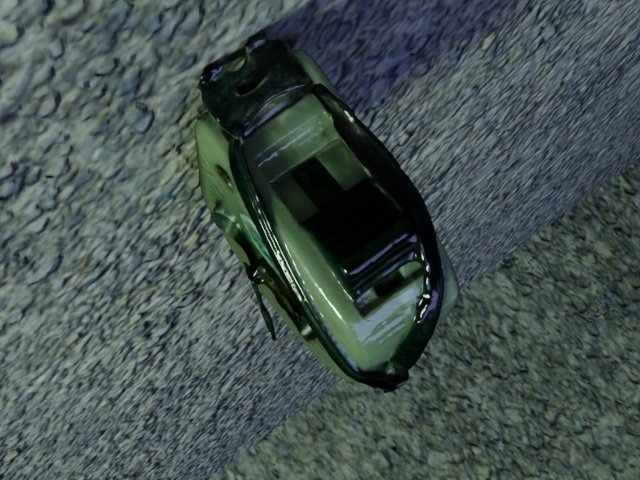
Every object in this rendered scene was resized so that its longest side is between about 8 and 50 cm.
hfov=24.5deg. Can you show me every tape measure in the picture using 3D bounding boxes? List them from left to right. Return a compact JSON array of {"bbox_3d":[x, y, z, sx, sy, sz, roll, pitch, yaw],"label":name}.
[{"bbox_3d":[0.000,0.000,0.954,0.115,0.207,0.235,-34,170,-10],"label":"tape measure"}]
